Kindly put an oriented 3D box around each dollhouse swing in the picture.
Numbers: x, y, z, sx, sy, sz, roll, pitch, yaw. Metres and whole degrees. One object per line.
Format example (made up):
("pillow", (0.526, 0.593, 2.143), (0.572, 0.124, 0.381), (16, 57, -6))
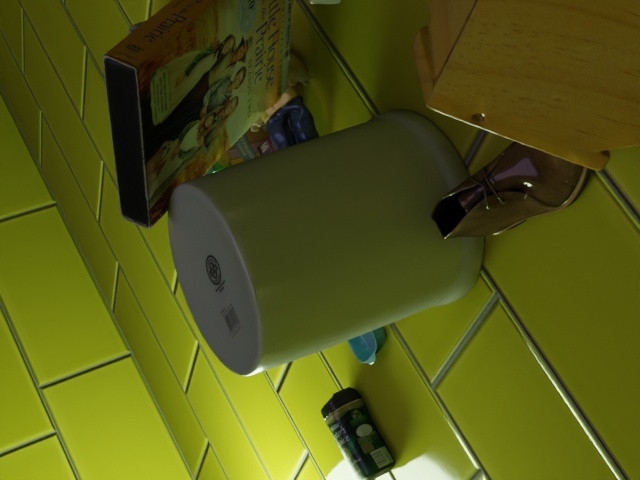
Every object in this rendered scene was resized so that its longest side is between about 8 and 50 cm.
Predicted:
("dollhouse swing", (0.279, -0.332, 1.187), (0.347, 0.315, 0.305), (114, 175, -50))

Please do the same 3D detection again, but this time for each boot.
("boot", (0.250, -0.070, 1.406), (0.112, 0.115, 0.305), (66, 153, 13))

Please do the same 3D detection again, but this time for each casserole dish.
("casserole dish", (0.069, 0.143, 1.999), (0.188, 0.037, 0.114), (63, 154, 17))

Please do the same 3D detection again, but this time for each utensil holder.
("utensil holder", (0.000, 0.000, 1.634), (0.327, 0.385, 0.327), (43, 142, 45))

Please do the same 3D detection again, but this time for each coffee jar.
("coffee jar", (0.072, 0.389, 2.117), (0.184, 0.079, 0.096), (62, 153, 19))

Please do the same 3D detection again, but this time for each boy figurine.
("boy figurine", (-0.082, -0.275, 1.927), (0.177, 0.092, 0.285), (-29, 82, 42))

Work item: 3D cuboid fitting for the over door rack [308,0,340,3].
("over door rack", (-0.068, -0.562, 1.685), (0.324, 0.108, 0.239), (54, 151, 26))

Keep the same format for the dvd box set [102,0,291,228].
("dvd box set", (-0.174, -0.255, 1.637), (0.062, 0.420, 0.308), (23, 137, 18))

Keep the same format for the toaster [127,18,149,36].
("toaster", (-0.321, -0.385, 2.273), (0.227, 0.146, 0.129), (59, 153, 23))

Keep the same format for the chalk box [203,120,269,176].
("chalk box", (-0.202, -0.189, 2.097), (0.132, 0.213, 0.132), (-30, 81, 64))

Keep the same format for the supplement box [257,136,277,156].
("supplement box", (-0.074, -0.177, 2.021), (0.083, 0.043, 0.055), (-36, 74, 40))
